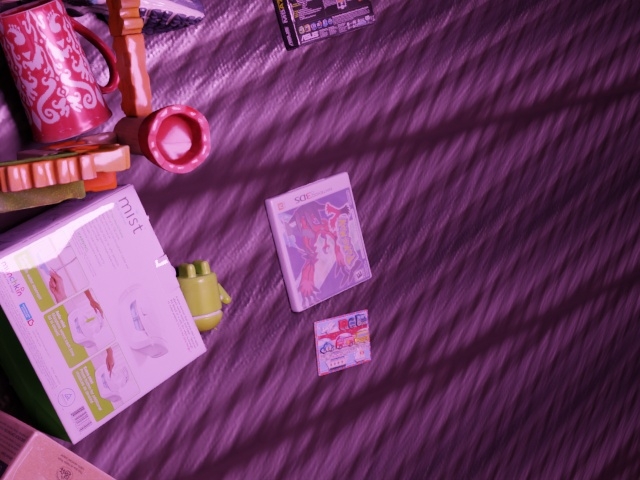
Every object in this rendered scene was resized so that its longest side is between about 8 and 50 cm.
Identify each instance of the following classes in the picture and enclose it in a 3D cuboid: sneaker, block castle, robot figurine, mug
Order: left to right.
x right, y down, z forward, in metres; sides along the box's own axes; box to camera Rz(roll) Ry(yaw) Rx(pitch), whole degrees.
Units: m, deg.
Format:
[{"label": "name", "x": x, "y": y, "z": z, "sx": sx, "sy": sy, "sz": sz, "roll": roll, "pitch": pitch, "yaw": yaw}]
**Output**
[{"label": "block castle", "x": -0.357, "y": -0.188, "z": 1.058, "sx": 0.453, "sy": 0.213, "sz": 0.303, "roll": -14, "pitch": 105, "yaw": -33}, {"label": "mug", "x": -0.357, "y": -0.237, "z": 1.260, "sx": 0.150, "sy": 0.113, "sz": 0.169, "roll": -69, "pitch": 145, "yaw": -60}, {"label": "sneaker", "x": -0.284, "y": -0.375, "z": 1.328, "sx": 0.283, "sy": 0.110, "sz": 0.122, "roll": 5, "pitch": 84, "yaw": -41}, {"label": "robot figurine", "x": -0.188, "y": 0.089, "z": 1.439, "sx": 0.101, "sy": 0.067, "sz": 0.115, "roll": -15, "pitch": 100, "yaw": -34}]

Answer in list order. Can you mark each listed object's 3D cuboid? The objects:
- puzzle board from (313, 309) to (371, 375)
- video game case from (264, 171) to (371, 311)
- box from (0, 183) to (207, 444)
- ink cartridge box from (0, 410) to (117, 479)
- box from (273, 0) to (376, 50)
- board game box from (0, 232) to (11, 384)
[{"label": "puzzle board", "x": 0.042, "y": 0.182, "z": 1.673, "sx": 0.128, "sy": 0.011, "sz": 0.096, "roll": -10, "pitch": 97, "yaw": -40}, {"label": "video game case", "x": 0.000, "y": 0.000, "z": 1.628, "sx": 0.183, "sy": 0.023, "sz": 0.201, "roll": -23, "pitch": 105, "yaw": -38}, {"label": "box", "x": -0.310, "y": 0.089, "z": 1.232, "sx": 0.231, "sy": 0.127, "sz": 0.262, "roll": -35, "pitch": 112, "yaw": -35}, {"label": "ink cartridge box", "x": -0.344, "y": 0.321, "z": 1.224, "sx": 0.235, "sy": 0.193, "sz": 0.088, "roll": 43, "pitch": 66, "yaw": -31}, {"label": "box", "x": -0.003, "y": -0.440, "z": 1.609, "sx": 0.191, "sy": 0.045, "sz": 0.184, "roll": -27, "pitch": 105, "yaw": -36}, {"label": "board game box", "x": -0.360, "y": 0.087, "z": 1.305, "sx": 0.160, "sy": 0.047, "sz": 0.210, "roll": -8, "pitch": 96, "yaw": -40}]
